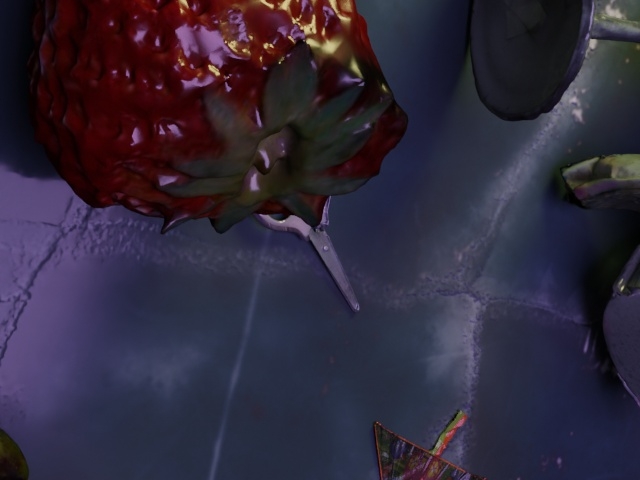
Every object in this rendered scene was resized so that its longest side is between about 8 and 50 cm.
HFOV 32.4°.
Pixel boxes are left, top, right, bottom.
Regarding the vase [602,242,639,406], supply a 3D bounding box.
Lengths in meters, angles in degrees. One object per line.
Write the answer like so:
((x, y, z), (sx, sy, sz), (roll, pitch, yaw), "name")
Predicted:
((0.545, 0.030, 1.312), (0.445, 0.250, 0.250), (-33, 113, -25), "vase")

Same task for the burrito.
((0.410, -0.055, 1.186), (0.096, 0.309, 0.066), (50, 50, -59), "burrito")

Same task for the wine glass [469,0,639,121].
((0.378, -0.212, 1.159), (0.406, 0.267, 0.267), (1, 99, -26), "wine glass")

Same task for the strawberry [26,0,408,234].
((-0.111, -0.157, 0.907), (0.291, 0.310, 0.292), (-23, 139, -21), "strawberry")

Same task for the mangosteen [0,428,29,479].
((-0.324, 0.298, 0.867), (0.306, 0.359, 0.306), (-17, 140, -15), "mangosteen")

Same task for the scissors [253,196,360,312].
((0.000, 0.000, 1.115), (0.100, 0.015, 0.189), (-38, 116, -21), "scissors")

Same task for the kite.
((0.120, 0.260, 1.233), (0.190, 0.010, 0.159), (30, 83, -31), "kite")
